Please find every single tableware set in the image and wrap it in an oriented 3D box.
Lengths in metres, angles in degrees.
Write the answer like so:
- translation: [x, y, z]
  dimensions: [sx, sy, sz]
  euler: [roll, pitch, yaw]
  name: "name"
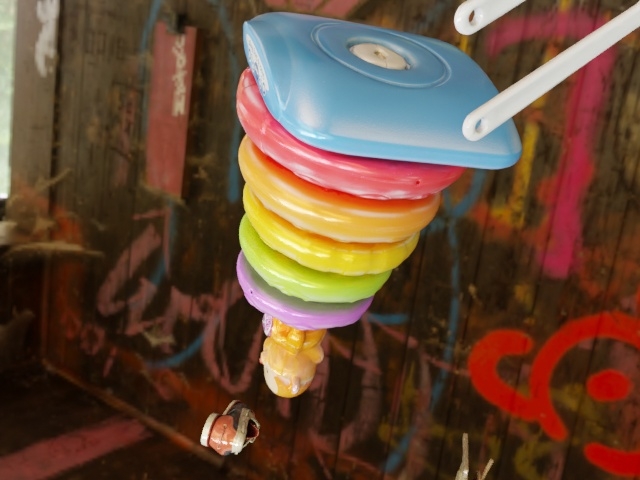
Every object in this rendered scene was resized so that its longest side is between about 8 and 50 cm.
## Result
- translation: [0.155, 0.300, 0.861]
  dimensions: [0.039, 0.128, 0.194]
  euler: [9, -163, 6]
  name: "tableware set"

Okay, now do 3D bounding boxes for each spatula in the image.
- translation: [0.158, -0.163, 0.463]
  dimensions: [0.242, 0.168, 0.019]
  euler: [-36, -138, -19]
  name: "spatula"

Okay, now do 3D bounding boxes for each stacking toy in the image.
- translation: [0.000, 0.000, 0.619]
  dimensions: [0.165, 0.302, 0.175]
  euler: [4, -144, -20]
  name: "stacking toy"

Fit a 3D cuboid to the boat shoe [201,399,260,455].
- translation: [-0.086, 0.197, 0.886]
  dimensions: [0.043, 0.049, 0.137]
  euler: [13, 176, 9]
  name: "boat shoe"
